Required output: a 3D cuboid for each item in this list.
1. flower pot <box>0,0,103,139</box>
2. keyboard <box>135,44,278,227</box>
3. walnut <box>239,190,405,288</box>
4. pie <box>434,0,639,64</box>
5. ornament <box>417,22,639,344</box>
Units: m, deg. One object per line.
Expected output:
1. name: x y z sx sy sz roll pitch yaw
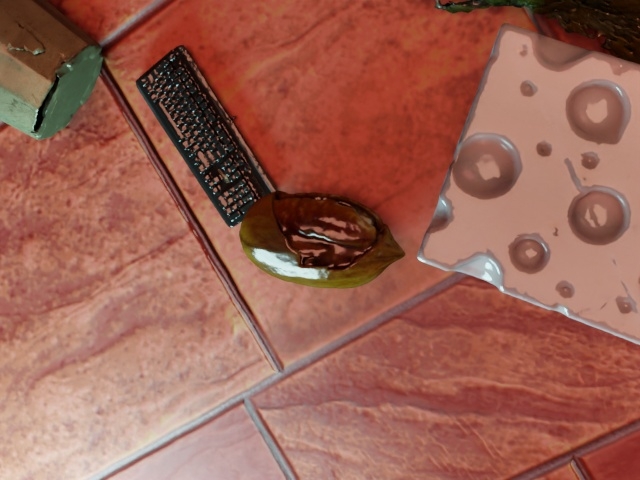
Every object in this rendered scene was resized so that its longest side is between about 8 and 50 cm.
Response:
1. flower pot: -0.394 -0.238 1.104 0.202 0.212 0.212 34 106 1
2. keyboard: -0.145 -0.132 1.134 0.093 0.025 0.230 -34 88 21
3. walnut: 0.000 0.000 1.069 0.207 0.116 0.116 11 101 14
4. pie: 0.231 -0.267 0.877 0.371 0.296 0.078 18 84 10
5. ornament: 0.265 -0.065 0.914 0.239 0.239 0.239 21 103 12
